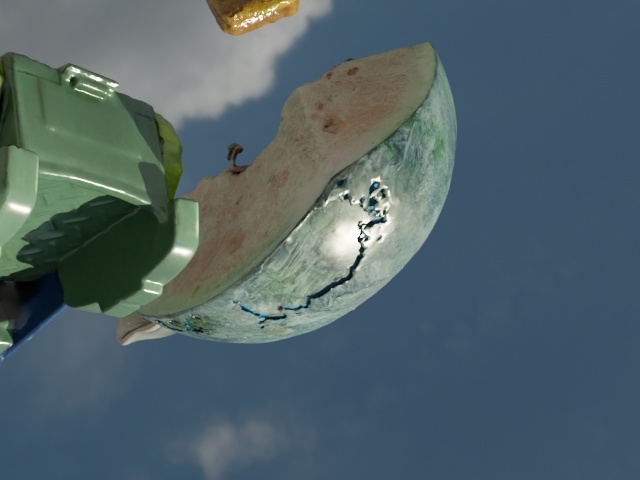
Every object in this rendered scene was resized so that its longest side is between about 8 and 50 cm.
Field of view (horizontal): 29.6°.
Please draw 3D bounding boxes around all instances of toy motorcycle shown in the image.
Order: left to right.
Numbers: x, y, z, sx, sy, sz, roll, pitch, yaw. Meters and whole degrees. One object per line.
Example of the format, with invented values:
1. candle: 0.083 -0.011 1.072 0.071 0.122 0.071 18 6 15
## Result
1. toy motorcycle: -0.257 0.017 0.881 0.326 0.191 0.200 -32 -121 31

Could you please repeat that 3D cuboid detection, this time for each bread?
1. bread: -0.138 -0.410 1.661 0.139 0.077 0.271 -21 -107 -20

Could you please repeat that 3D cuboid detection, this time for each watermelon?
1. watermelon: 0.004 0.003 0.971 0.322 0.175 0.188 -42 -148 19

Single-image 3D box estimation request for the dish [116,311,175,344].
1. dish: -0.174 0.053 1.584 0.229 0.081 0.229 -44 -155 28
